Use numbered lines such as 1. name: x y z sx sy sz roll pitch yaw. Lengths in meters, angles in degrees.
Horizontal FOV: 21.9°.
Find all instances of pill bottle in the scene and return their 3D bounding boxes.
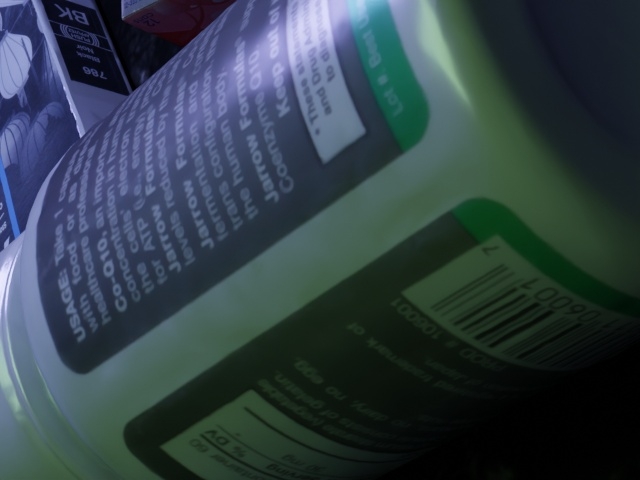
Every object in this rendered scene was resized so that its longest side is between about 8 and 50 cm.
1. pill bottle: 0.000 0.000 0.710 0.361 0.204 0.204 -34 54 41

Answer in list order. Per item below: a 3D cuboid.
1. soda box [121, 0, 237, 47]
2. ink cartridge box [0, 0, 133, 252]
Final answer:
1. soda box: 0.020 -0.176 0.806 0.263 0.083 0.092 -18 65 36
2. ink cartridge box: -0.182 -0.043 1.071 0.165 0.065 0.333 -52 44 27
